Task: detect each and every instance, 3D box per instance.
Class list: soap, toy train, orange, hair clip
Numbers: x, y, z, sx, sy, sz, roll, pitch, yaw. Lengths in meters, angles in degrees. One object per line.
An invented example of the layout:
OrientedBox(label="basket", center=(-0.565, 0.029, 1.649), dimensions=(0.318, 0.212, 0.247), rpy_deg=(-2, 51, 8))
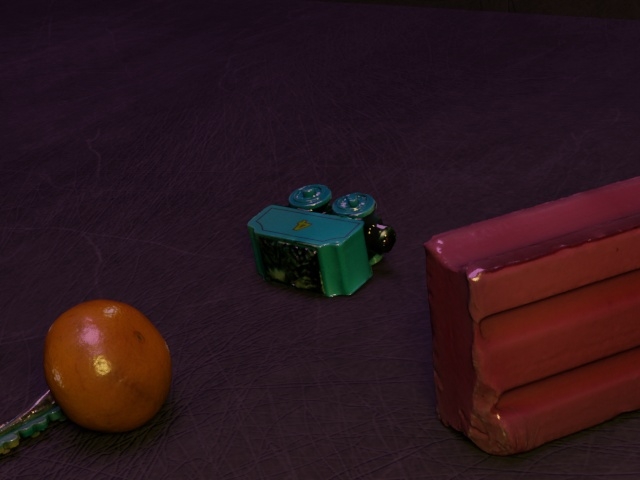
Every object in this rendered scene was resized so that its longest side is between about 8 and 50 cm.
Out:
OrientedBox(label="soap", center=(0.298, 0.074, 1.361), dimensions=(0.360, 0.232, 0.128), rpy_deg=(-15, 25, -19))
OrientedBox(label="toy train", center=(0.000, 0.000, 1.743), dimensions=(0.198, 0.107, 0.154), rpy_deg=(13, 38, 35))
OrientedBox(label="orange", center=(-0.243, 0.143, 1.427), dimensions=(0.124, 0.156, 0.156), rpy_deg=(-39, 14, 22))
OrientedBox(label="hair clip", center=(-0.326, 0.203, 1.440), dimensions=(0.049, 0.049, 0.173), rpy_deg=(15, 37, 38))
